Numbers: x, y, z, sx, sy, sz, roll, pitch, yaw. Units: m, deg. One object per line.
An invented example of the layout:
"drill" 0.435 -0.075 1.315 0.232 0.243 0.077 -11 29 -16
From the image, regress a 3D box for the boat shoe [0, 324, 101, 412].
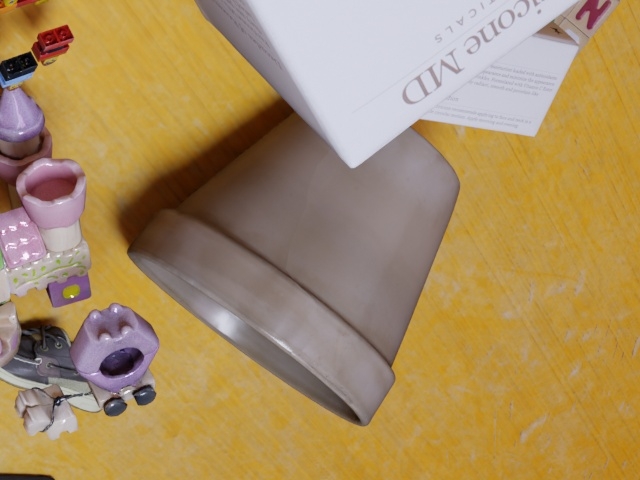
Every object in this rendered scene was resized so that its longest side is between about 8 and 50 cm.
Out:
"boat shoe" -0.307 0.127 1.667 0.073 0.080 0.223 -53 138 5

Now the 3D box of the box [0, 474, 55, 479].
"box" -0.389 0.455 1.633 0.293 0.395 0.212 9 117 -36

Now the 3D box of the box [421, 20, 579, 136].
"box" 0.142 -0.213 1.607 0.181 0.182 0.119 6 121 -34

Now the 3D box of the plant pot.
"plant pot" 0.000 0.000 1.636 0.280 0.323 0.323 -53 135 -10

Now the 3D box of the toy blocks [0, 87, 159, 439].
"toy blocks" -0.337 0.007 1.381 0.288 0.309 0.260 -20 142 -19

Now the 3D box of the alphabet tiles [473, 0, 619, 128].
"alphabet tiles" 0.236 -0.297 1.736 0.285 0.011 0.342 29 104 -43

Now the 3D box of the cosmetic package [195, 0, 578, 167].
"cosmetic package" 0.009 -0.357 1.330 0.329 0.327 0.394 -37 135 -4

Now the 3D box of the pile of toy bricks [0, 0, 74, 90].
"pile of toy bricks" -0.342 -0.180 1.413 0.212 0.118 0.105 -24 172 -29
